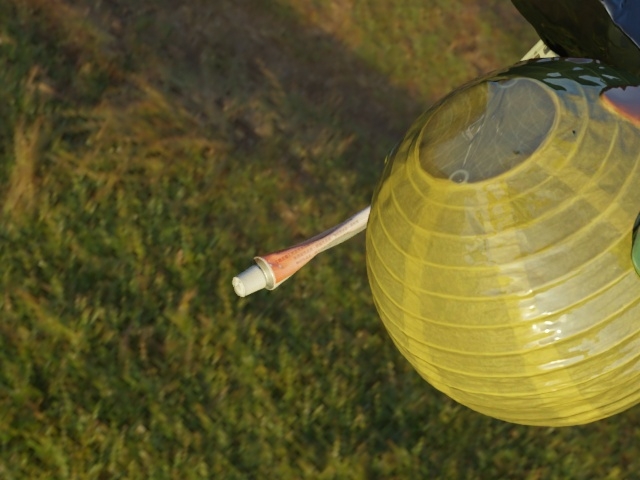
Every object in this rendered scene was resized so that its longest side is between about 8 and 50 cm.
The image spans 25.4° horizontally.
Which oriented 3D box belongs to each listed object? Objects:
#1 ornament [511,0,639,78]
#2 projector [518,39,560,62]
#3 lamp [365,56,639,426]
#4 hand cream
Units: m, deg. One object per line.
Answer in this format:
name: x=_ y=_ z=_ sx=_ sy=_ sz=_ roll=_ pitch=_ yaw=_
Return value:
ornament: x=0.246 y=-0.264 z=1.046 sx=0.260 sy=0.106 sz=0.251 roll=-35 pitch=80 yaw=-9
projector: x=0.271 y=-0.165 z=1.423 sx=0.147 sy=0.115 sz=0.061 roll=-4 pitch=68 yaw=-29
lamp: x=0.163 y=0.019 z=0.952 sx=0.284 sy=0.250 sz=0.250 roll=57 pitch=34 yaw=-37
hand cream: x=0.001 y=0.001 z=1.480 sx=0.216 sy=0.052 sz=0.038 roll=-30 pitch=108 yaw=-28
